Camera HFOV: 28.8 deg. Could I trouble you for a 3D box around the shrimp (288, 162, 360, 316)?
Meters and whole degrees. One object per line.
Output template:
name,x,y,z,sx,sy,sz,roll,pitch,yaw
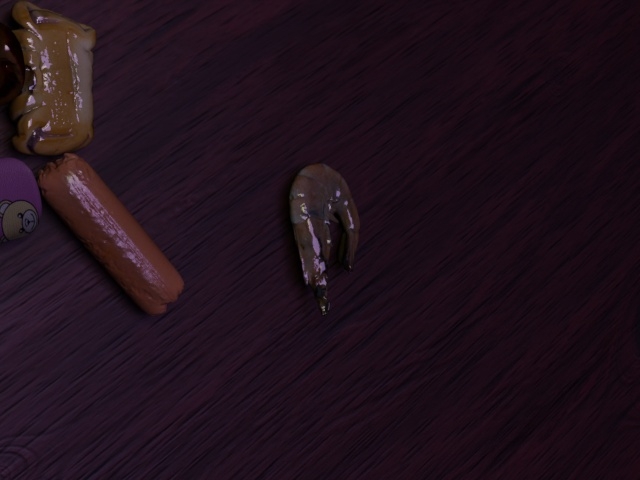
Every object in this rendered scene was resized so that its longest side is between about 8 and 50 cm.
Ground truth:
shrimp,0.012,-0.004,2.107,0.145,0.059,0.254,-12,89,-43

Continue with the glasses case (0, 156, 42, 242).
glasses case,-0.541,-0.035,1.735,0.316,0.076,0.123,-15,95,-33

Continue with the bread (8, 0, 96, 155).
bread,-0.400,-0.236,1.836,0.134,0.081,0.225,3,84,-38

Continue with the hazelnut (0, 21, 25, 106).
hazelnut,-0.507,-0.245,1.710,0.201,0.170,0.160,17,79,-16

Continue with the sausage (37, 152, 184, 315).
sausage,-0.313,-0.008,1.876,0.086,0.086,0.289,-47,111,-26
